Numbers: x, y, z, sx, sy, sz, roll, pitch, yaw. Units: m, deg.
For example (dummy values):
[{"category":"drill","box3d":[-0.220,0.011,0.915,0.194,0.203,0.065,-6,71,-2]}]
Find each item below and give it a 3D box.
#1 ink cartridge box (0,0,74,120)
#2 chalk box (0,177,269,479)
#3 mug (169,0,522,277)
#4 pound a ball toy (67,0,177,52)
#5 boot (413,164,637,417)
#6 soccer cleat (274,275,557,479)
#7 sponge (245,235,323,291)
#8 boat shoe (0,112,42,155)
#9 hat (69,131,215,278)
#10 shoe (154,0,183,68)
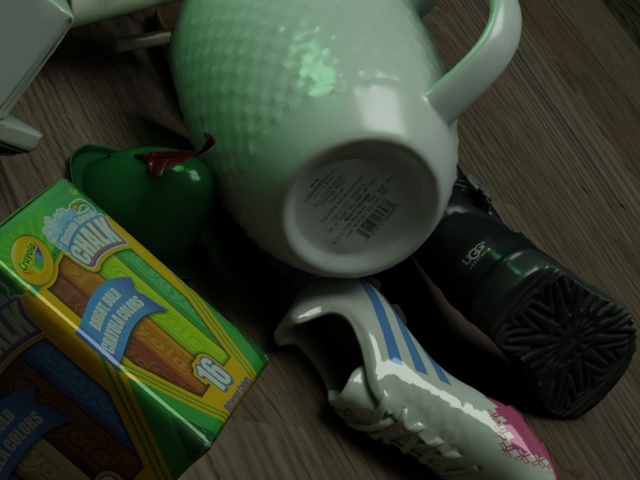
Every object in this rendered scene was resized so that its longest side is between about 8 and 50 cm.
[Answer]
[{"category":"ink cartridge box","box3d":[-0.347,-0.237,1.705,0.211,0.121,0.289,36,5,-17]},{"category":"chalk box","box3d":[-0.217,0.083,1.414,0.289,0.179,0.180,42,24,-4]},{"category":"mug","box3d":[0.041,-0.151,1.887,0.276,0.374,0.328,45,15,-35]},{"category":"pound a ball toy","box3d":[-0.172,-0.283,1.999,0.135,0.208,0.319,19,28,41]},{"category":"boot","box3d":[0.155,-0.012,2.208,0.445,0.146,0.367,43,-2,36]},{"category":"soccer cleat","box3d":[0.087,0.173,1.843,0.331,0.116,0.143,44,36,11]},{"category":"sponge","box3d":[0.000,0.000,2.064,0.117,0.031,0.210,44,24,3]},{"category":"boat shoe","box3d":[-0.352,-0.101,1.645,0.219,0.070,0.078,14,15,-40]},{"category":"hat","box3d":[-0.126,-0.078,1.812,0.173,0.183,0.208,24,31,-37]},{"category":"shoe","box3d":[-0.154,-0.213,2.161,0.076,0.058,0.219,5,35,-22]}]
